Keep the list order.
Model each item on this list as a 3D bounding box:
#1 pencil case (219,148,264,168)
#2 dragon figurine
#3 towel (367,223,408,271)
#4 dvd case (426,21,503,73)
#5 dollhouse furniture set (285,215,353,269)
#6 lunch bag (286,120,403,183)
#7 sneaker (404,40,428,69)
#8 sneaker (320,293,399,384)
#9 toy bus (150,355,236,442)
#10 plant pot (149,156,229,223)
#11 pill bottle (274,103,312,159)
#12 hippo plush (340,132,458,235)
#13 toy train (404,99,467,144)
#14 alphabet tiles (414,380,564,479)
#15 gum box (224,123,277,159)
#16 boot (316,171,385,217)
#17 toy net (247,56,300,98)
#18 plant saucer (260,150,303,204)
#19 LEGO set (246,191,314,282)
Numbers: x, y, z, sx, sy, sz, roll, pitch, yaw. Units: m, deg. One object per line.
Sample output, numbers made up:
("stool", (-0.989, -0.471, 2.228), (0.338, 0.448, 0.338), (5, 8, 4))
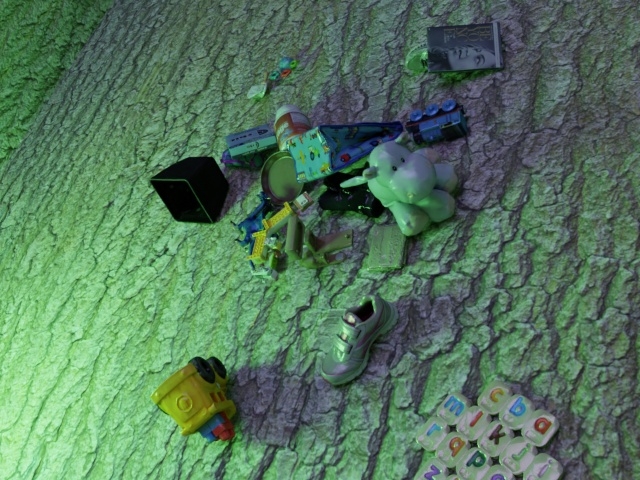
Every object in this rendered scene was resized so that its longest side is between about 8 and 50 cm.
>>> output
("pencil case", (-0.267, -0.280, 2.335), (0.151, 0.064, 0.070), (6, 34, 38))
("dragon figurine", (-0.182, -0.030, 2.048), (0.144, 0.085, 0.289), (-30, 42, 10))
("towel", (0.179, 0.016, 1.805), (0.110, 0.027, 0.148), (-8, 50, 28))
("dvd case", (0.433, -0.581, 2.060), (0.221, 0.018, 0.165), (-1, 68, 8))
("dollhouse furniture set", (0.000, 0.000, 1.850), (0.123, 0.151, 0.144), (-14, 49, 24))
("lunch bag", (0.086, -0.276, 1.977), (0.293, 0.138, 0.221), (-19, 5, -28))
("sneaker", (0.366, -0.569, 2.130), (0.225, 0.088, 0.093), (-4, 54, 32))
("sneaker", (0.076, 0.225, 1.634), (0.103, 0.111, 0.252), (21, 69, 44))
("toy bus", (-0.281, 0.409, 1.696), (0.149, 0.220, 0.211), (-42, 75, 5))
("plant pot", (-0.418, -0.181, 2.280), (0.188, 0.187, 0.167), (5, 46, 38))
("pill bottle", (-0.086, -0.348, 2.227), (0.121, 0.121, 0.216), (-28, 43, 11))
("hippo plush", (0.219, -0.183, 1.731), (0.294, 0.236, 0.234), (41, 80, 21))
("toy train", (0.332, -0.334, 1.962), (0.184, 0.080, 0.105), (-14, 54, 25))
("alphabet tiles", (0.329, 0.424, 1.359), (0.278, 0.021, 0.284), (-49, 43, -10))
("gum box", (-0.237, -0.335, 2.304), (0.157, 0.041, 0.184), (-17, 25, -6))
("boot", (0.118, -0.182, 1.964), (0.207, 0.094, 0.246), (15, 69, 38))
("toy net", (-0.173, -0.598, 2.560), (0.232, 0.045, 0.122), (-46, 45, -5))
("plant saucer", (-0.113, -0.194, 2.133), (0.168, 0.029, 0.168), (-1, 88, 33))
("LEGO set", (-0.108, -0.002, 1.953), (0.132, 0.107, 0.287), (8, 61, 42))
